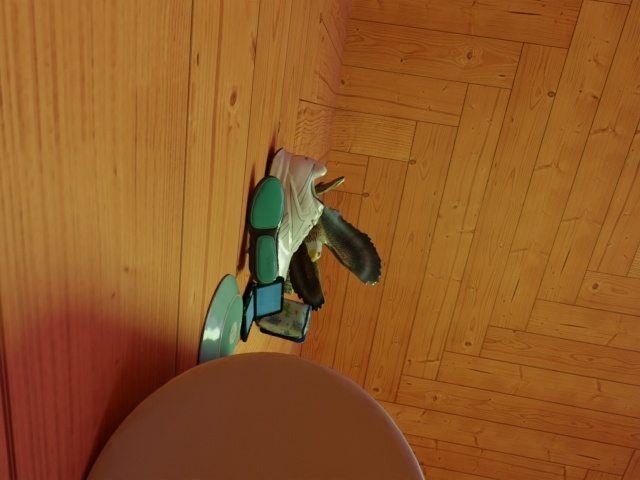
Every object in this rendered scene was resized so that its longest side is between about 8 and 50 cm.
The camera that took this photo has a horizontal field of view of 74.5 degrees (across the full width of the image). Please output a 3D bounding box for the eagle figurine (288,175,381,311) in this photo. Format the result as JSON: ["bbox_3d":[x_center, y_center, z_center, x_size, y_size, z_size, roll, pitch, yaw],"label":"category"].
[{"bbox_3d":[-0.004,0.007,1.074,0.225,0.226,0.298,-53,129,-34],"label":"eagle figurine"}]

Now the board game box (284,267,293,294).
[{"bbox_3d":[-0.088,0.030,1.292,0.194,0.060,0.194,-74,172,-61],"label":"board game box"}]

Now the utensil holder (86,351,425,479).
[{"bbox_3d":[-0.053,0.311,0.505,0.385,0.327,0.328,83,16,-68],"label":"utensil holder"}]

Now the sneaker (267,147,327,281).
[{"bbox_3d":[-0.063,-0.043,0.910,0.111,0.129,0.298,-74,174,-79],"label":"sneaker"}]

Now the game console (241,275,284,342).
[{"bbox_3d":[-0.123,0.148,0.903,0.107,0.071,0.122,-77,175,-50],"label":"game console"}]

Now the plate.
[{"bbox_3d":[-0.159,0.151,0.706,0.188,0.024,0.188,9,90,-87],"label":"plate"}]

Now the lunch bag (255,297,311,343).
[{"bbox_3d":[-0.093,0.208,1.102,0.151,0.128,0.097,96,10,-72],"label":"lunch bag"}]

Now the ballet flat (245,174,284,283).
[{"bbox_3d":[-0.109,-0.020,0.795,0.074,0.074,0.204,-54,147,-83],"label":"ballet flat"}]
